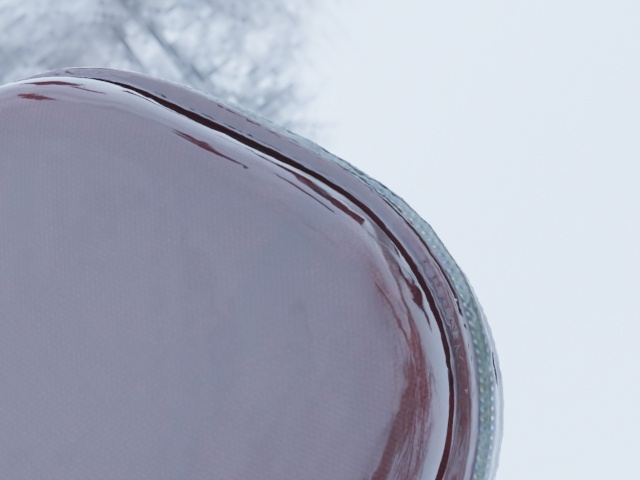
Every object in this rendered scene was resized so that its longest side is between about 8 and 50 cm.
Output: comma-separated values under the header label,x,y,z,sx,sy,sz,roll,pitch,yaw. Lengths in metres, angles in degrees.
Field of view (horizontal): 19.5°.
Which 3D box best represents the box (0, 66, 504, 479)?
label,x,y,z,sx,sy,sz,roll,pitch,yaw
box,-0.098,0.142,0.671,0.404,0.263,0.108,-65,158,6
